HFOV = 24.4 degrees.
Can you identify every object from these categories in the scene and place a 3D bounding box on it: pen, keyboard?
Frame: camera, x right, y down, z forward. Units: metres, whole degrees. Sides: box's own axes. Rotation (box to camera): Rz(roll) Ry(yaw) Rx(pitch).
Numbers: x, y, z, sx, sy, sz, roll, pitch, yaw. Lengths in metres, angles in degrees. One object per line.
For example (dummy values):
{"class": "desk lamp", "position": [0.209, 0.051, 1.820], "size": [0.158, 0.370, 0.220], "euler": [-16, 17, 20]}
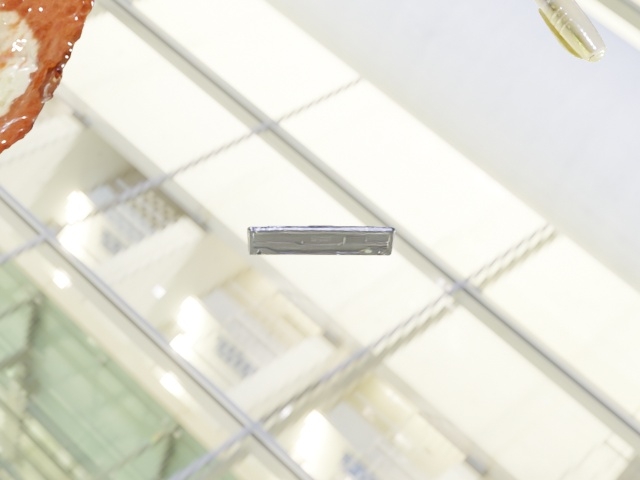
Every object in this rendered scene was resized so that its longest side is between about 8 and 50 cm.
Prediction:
{"class": "pen", "position": [0.207, -0.261, 1.457], "size": [0.032, 0.233, 0.040], "euler": [-18, -28, -30]}
{"class": "keyboard", "position": [0.000, 0.000, 1.551], "size": [0.155, 0.010, 0.053], "euler": [1, -32, -2]}

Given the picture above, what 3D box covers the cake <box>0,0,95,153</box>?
{"class": "cake", "position": [-0.266, -0.183, 1.050], "size": [0.177, 0.151, 0.283], "euler": [-8, -35, -45]}
